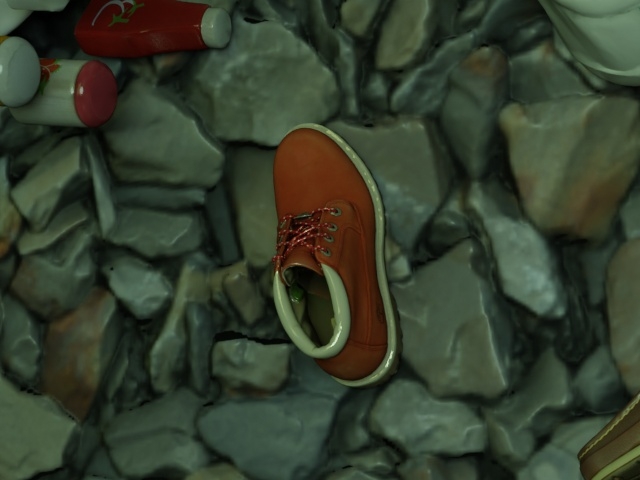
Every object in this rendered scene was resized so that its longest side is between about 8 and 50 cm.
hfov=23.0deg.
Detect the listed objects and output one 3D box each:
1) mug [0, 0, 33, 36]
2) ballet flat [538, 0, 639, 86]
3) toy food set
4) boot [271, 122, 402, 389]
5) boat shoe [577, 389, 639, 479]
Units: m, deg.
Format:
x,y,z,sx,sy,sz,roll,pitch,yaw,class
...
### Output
x,y,z,sx,sy,sz,roll,pitch,yaw,class
-0.355,-0.265,1.001,0.328,0.276,0.374,-6,46,29,mug
0.095,-0.263,0.858,0.139,0.139,0.400,-34,68,13,ballet flat
-0.114,-0.150,0.924,0.105,0.111,0.232,5,50,24,toy food set
0.000,0.000,0.868,0.059,0.085,0.157,-22,69,19,boot
0.197,0.061,0.785,0.178,0.064,0.060,-39,61,4,boat shoe
